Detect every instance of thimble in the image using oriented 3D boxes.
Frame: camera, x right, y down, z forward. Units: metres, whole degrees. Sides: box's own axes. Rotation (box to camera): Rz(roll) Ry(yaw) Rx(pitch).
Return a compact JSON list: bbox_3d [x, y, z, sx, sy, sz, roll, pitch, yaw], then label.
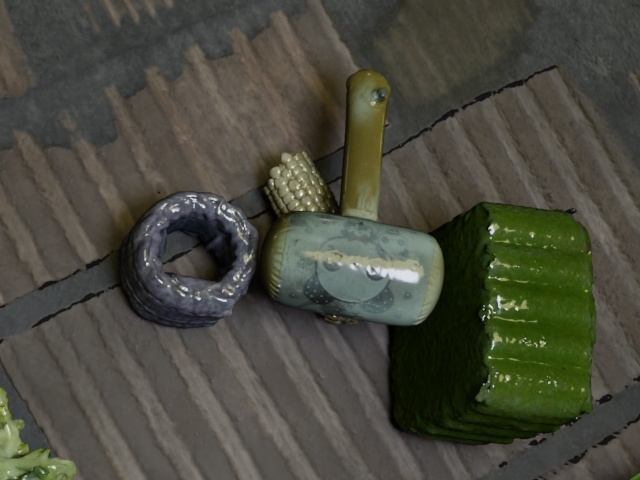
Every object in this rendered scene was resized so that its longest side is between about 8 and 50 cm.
[{"bbox_3d":[-0.146,0.022,1.649,0.150,0.098,0.150,7,71,-21],"label":"thimble"}]

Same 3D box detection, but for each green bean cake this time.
[{"bbox_3d":[0.192,0.099,1.685,0.156,0.250,0.247,8,71,-20],"label":"green bean cake"}]

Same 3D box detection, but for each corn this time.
[{"bbox_3d":[0.000,0.000,1.733,0.087,0.087,0.211,-24,79,-27],"label":"corn"}]

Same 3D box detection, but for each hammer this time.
[{"bbox_3d":[0.047,-0.059,1.666,0.202,0.113,0.305,11,66,-7],"label":"hammer"}]

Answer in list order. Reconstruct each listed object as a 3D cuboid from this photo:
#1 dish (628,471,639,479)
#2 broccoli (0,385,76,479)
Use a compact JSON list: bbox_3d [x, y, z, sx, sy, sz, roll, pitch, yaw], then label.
[{"bbox_3d":[0.435,0.431,1.770,0.324,0.124,0.324,6,69,-15],"label":"dish"},{"bbox_3d":[-0.377,0.205,1.413,0.288,0.245,0.248,7,63,-27],"label":"broccoli"}]
